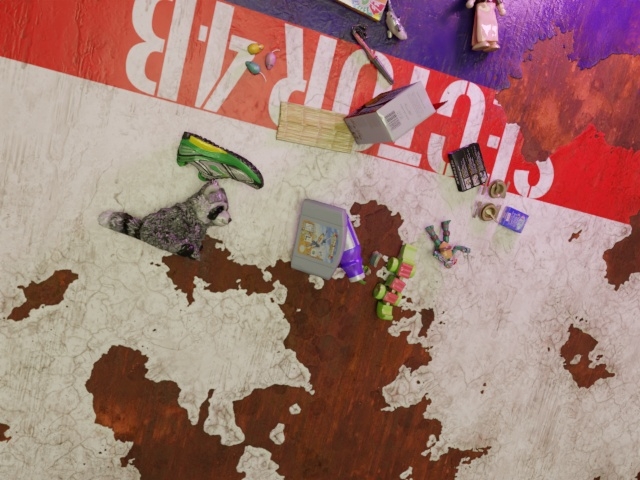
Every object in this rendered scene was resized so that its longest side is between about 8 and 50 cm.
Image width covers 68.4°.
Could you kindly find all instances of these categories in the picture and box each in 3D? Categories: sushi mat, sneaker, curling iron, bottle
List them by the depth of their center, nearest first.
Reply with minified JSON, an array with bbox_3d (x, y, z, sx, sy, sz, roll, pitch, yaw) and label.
[{"bbox_3d":[-0.373,-0.275,1.774,0.344,0.134,0.146,25,100,-7],"label":"sneaker"},{"bbox_3d":[0.215,-0.734,1.860,0.068,0.035,0.274,-38,105,-4],"label":"curling iron"},{"bbox_3d":[-0.013,-0.446,1.867,0.317,0.019,0.151,8,97,-15],"label":"sushi mat"},{"bbox_3d":[0.101,0.028,1.912,0.118,0.092,0.282,-21,94,18],"label":"bottle"}]

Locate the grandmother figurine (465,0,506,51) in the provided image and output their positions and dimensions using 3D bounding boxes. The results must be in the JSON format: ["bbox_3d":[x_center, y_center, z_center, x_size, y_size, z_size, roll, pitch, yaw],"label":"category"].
[{"bbox_3d":[0.660,-0.949,1.898,0.208,0.104,0.342,-8,100,-39],"label":"grandmother figurine"}]

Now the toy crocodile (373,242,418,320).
[{"bbox_3d":[0.325,0.176,2.009,0.115,0.105,0.340,25,93,-16],"label":"toy crocodile"}]

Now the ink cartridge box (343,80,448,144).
[{"bbox_3d":[0.275,-0.487,1.768,0.272,0.309,0.130,-36,109,-11],"label":"ink cartridge box"}]

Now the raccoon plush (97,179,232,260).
[{"bbox_3d":[-0.551,-0.120,1.718,0.447,0.216,0.299,21,87,-15],"label":"raccoon plush"}]

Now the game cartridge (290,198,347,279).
[{"bbox_3d":[0.000,0.000,1.865,0.198,0.062,0.297,18,108,21],"label":"game cartridge"}]

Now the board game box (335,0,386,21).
[{"bbox_3d":[0.130,-0.954,1.805,0.260,0.039,0.124,19,94,-13],"label":"board game box"}]

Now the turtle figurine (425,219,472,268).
[{"bbox_3d":[0.539,0.038,2.029,0.175,0.118,0.234,-19,88,-24],"label":"turtle figurine"}]

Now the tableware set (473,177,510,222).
[{"bbox_3d":[0.757,-0.170,2.056,0.128,0.039,0.194,6,110,-20],"label":"tableware set"}]

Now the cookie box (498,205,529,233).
[{"bbox_3d":[0.868,-0.094,2.118,0.107,0.040,0.091,22,95,-16],"label":"cookie box"}]

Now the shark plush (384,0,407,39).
[{"bbox_3d":[0.289,-0.867,1.862,0.067,0.073,0.161,-23,83,-28],"label":"shark plush"}]

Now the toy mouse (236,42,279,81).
[{"bbox_3d":[-0.223,-0.672,1.774,0.161,0.031,0.143,-13,102,-10],"label":"toy mouse"}]

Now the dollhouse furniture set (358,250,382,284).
[{"bbox_3d":[0.192,0.105,1.982,0.059,0.076,0.151,27,94,-14],"label":"dollhouse furniture set"}]

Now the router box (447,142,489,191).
[{"bbox_3d":[0.636,-0.314,2.024,0.133,0.046,0.178,-23,104,-8],"label":"router box"}]
